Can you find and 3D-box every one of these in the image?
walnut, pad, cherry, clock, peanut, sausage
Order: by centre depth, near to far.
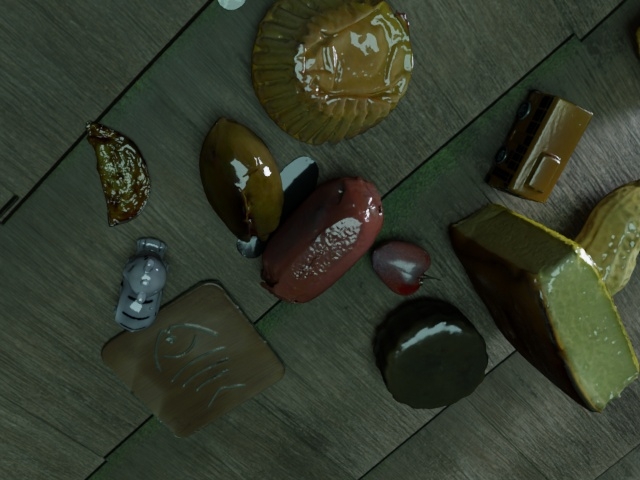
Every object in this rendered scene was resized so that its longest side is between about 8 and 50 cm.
[{"bbox_3d":[-0.135,-0.098,1.006,0.137,0.137,0.245,-20,114,-3],"label":"walnut"},{"bbox_3d":[-0.327,0.094,1.047,0.080,0.117,0.176,15,108,-16],"label":"clock"},{"bbox_3d":[0.000,0.000,1.060,0.152,0.152,0.279,39,104,-22],"label":"sausage"},{"bbox_3d":[0.164,0.048,1.146,0.106,0.087,0.126,-40,95,13],"label":"cherry"},{"bbox_3d":[-0.254,0.249,1.175,0.287,0.018,0.284,-33,114,2],"label":"pad"},{"bbox_3d":[0.598,0.001,1.185,0.147,0.147,0.305,29,94,-20],"label":"peanut"}]

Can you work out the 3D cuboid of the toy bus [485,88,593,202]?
[{"bbox_3d":[0.414,-0.171,1.095,0.098,0.114,0.201,19,106,-17],"label":"toy bus"}]

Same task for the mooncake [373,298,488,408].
[{"bbox_3d":[0.228,0.237,1.216,0.228,0.124,0.228,-3,116,-7],"label":"mooncake"}]

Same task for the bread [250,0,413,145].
[{"bbox_3d":[0.021,-0.288,0.954,0.274,0.149,0.274,-4,106,-13],"label":"bread"}]

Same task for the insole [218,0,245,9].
[{"bbox_3d":[-0.165,-0.470,0.919,0.065,0.006,0.193,-18,114,-5],"label":"insole"}]

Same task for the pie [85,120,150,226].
[{"bbox_3d":[-0.348,-0.117,1.008,0.088,0.033,0.191,-11,113,-12],"label":"pie"}]

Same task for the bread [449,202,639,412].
[{"bbox_3d":[0.409,0.111,1.093,0.143,0.333,0.323,-34,110,0],"label":"bread"}]

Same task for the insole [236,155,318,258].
[{"bbox_3d":[-0.080,-0.059,1.099,0.080,0.003,0.232,32,102,-21],"label":"insole"}]

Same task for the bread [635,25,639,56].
[{"bbox_3d":[0.786,-0.425,1.045,0.375,0.165,0.236,-37,118,4],"label":"bread"}]
